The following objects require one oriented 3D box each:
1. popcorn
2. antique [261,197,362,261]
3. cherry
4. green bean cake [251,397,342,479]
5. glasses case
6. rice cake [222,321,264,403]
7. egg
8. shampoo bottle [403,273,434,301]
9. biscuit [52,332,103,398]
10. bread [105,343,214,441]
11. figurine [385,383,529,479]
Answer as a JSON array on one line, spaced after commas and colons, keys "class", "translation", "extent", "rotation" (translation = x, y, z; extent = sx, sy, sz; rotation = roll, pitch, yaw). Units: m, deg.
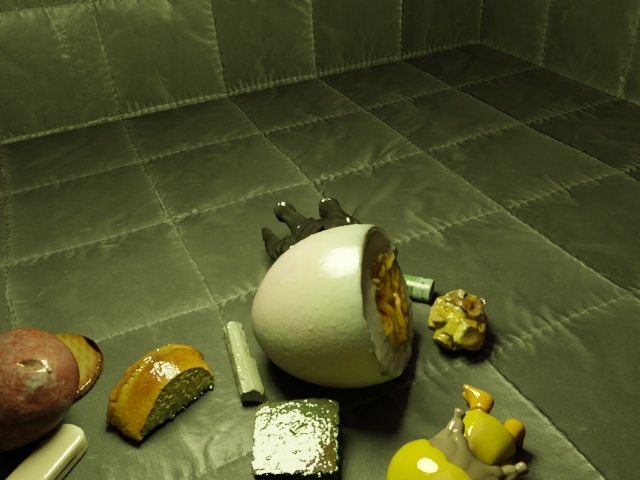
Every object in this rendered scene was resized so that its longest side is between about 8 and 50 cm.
[{"class": "popcorn", "translation": [0.331, 0.192, 1.466], "extent": [0.149, 0.152, 0.167], "rotation": [14, 43, -9]}, {"class": "antique", "translation": [0.000, 0.000, 1.731], "extent": [0.322, 0.185, 0.255], "rotation": [-5, 33, -9]}, {"class": "cherry", "translation": [-0.630, 0.307, 1.277], "extent": [0.308, 0.221, 0.261], "rotation": [-22, 41, 33]}, {"class": "green bean cake", "translation": [-0.043, 0.411, 1.209], "extent": [0.173, 0.094, 0.181], "rotation": [-4, 35, 1]}, {"class": "glasses case", "translation": [-0.556, 0.459, 1.227], "extent": [0.083, 0.050, 0.196], "rotation": [14, 38, 20]}, {"class": "rice cake", "translation": [-0.183, 0.285, 1.448], "extent": [0.057, 0.052, 0.256], "rotation": [15, 26, -27]}, {"class": "egg", "translation": [0.001, 0.157, 1.379], "extent": [0.340, 0.354, 0.354], "rotation": [-11, 30, 23]}, {"class": "shampoo bottle", "translation": [0.200, 0.117, 1.645], "extent": [0.205, 0.065, 0.065], "rotation": [10, 37, 20]}, {"class": "biscuit", "translation": [-0.614, 0.308, 1.472], "extent": [0.176, 0.031, 0.228], "rotation": [-6, 36, -1]}, {"class": "bread", "translation": [-0.354, 0.311, 1.352], "extent": [0.129, 0.134, 0.260], "rotation": [24, 43, 33]}, {"class": "figurine", "translation": [0.258, 0.414, 1.117], "extent": [0.215, 0.187, 0.344], "rotation": [29, 38, 21]}]
